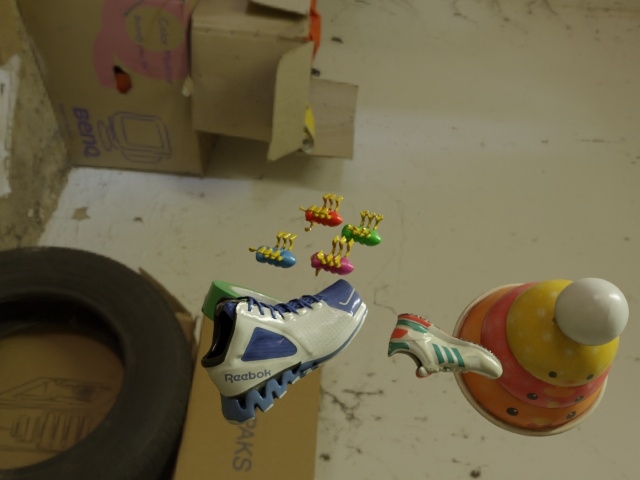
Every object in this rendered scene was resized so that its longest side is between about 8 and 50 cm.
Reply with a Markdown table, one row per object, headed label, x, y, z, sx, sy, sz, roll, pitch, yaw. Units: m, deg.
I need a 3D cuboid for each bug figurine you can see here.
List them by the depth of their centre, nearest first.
| label | x | y | z | sx | sy | sz | roll | pitch | yaw |
| --- | --- | --- | --- | --- | --- | --- | --- | --- | --- |
| bug figurine | 0.000 | 0.000 | 1.254 | 0.279 | 0.216 | 0.072 | -41 | 137 | -47 |

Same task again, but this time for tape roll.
| label | x | y | z | sx | sy | sz | roll | pitch | yaw |
| --- | --- | --- | --- | --- | --- | --- | --- | --- | --- |
| tape roll | -0.121 | 0.187 | 1.465 | 0.321 | 0.321 | 0.077 | 115 | -4 | -88 |

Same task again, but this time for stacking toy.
| label | x | y | z | sx | sy | sz | roll | pitch | yaw |
| --- | --- | --- | --- | --- | --- | --- | --- | --- | --- |
| stacking toy | 0.461 | 0.189 | 1.216 | 0.480 | 0.351 | 0.350 | 81 | 11 | -67 |

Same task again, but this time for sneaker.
| label | x | y | z | sx | sy | sz | roll | pitch | yaw |
| --- | --- | --- | --- | --- | --- | --- | --- | --- | --- |
| sneaker | 0.168 | 0.167 | 0.847 | 0.075 | 0.161 | 0.057 | -61 | 173 | -22 |
| sneaker | -0.077 | 0.146 | 1.045 | 0.182 | 0.315 | 0.127 | 58 | -21 | -18 |
